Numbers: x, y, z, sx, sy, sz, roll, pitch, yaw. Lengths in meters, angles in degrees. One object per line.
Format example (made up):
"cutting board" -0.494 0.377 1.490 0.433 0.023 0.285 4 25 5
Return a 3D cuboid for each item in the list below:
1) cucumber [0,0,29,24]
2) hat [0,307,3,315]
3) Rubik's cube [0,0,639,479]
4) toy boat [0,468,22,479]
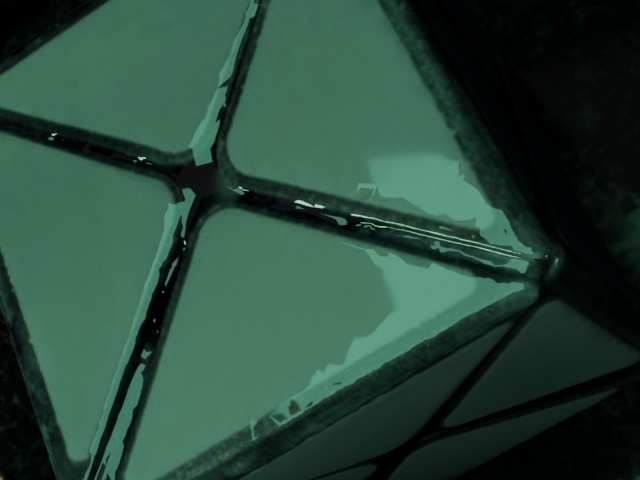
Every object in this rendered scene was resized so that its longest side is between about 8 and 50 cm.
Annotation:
"cucumber" -0.241 -0.194 0.974 0.293 0.067 0.067 -35 64 14
"hat" -0.246 -0.044 0.838 0.161 0.275 0.232 -25 83 -26
"Rubik's cube" 0.000 0.000 0.699 0.255 0.259 0.260 -30 69 17
"toy boat" -0.308 0.292 0.861 0.392 0.079 0.136 -47 60 8
